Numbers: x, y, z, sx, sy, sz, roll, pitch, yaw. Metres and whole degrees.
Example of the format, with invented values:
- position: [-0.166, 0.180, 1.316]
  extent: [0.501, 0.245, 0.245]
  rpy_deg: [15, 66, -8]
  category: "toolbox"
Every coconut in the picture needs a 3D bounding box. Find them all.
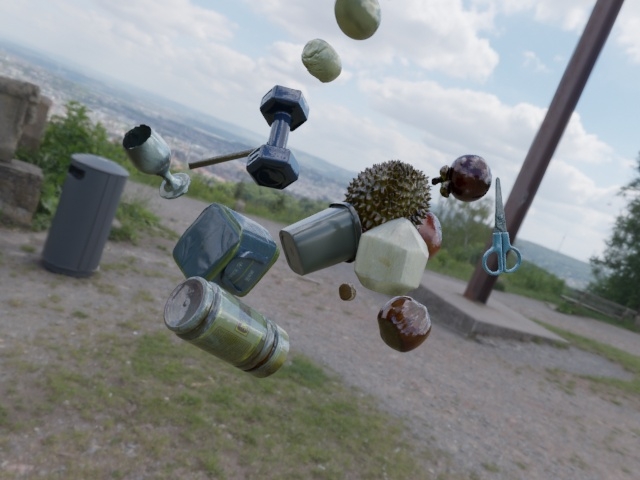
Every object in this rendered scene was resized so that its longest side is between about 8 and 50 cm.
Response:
- position: [0.242, 0.050, 1.713]
  extent: [0.237, 0.266, 0.237]
  rpy_deg: [16, -3, 1]
  category: "coconut"

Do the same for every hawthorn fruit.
- position: [0.435, -0.038, 2.247]
  extent: [0.223, 0.261, 0.224]
  rpy_deg: [18, -22, 8]
  category: "hawthorn fruit"

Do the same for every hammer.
- position: [-0.339, -0.332, 1.999]
  extent: [0.365, 0.111, 0.044]
  rpy_deg: [-16, 67, -20]
  category: "hammer"

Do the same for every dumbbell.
- position: [-0.127, -0.317, 1.553]
  extent: [0.159, 0.325, 0.144]
  rpy_deg: [10, -30, -5]
  category: "dumbbell"

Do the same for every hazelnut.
- position: [0.328, 0.334, 2.012]
  extent: [0.210, 0.186, 0.210]
  rpy_deg: [16, 45, -16]
  category: "hazelnut"

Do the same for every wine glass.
- position: [-0.518, -0.246, 1.605]
  extent: [0.126, 0.126, 0.241]
  rpy_deg: [26, -24, 33]
  category: "wine glass"

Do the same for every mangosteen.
- position: [0.614, -0.266, 2.213]
  extent: [0.257, 0.215, 0.215]
  rpy_deg: [-12, 8, 2]
  category: "mangosteen"

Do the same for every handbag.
- position: [-0.294, 0.040, 1.599]
  extent: [0.222, 0.263, 0.241]
  rpy_deg: [44, 10, 31]
  category: "handbag"

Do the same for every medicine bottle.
- position: [-0.229, 0.223, 1.278]
  extent: [0.151, 0.151, 0.322]
  rpy_deg: [29, -11, 46]
  category: "medicine bottle"

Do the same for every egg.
- position: [0.149, -0.922, 2.050]
  extent: [0.185, 0.186, 0.241]
  rpy_deg: [26, -9, 35]
  category: "egg"

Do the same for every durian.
- position: [0.258, -0.137, 2.022]
  extent: [0.347, 0.385, 0.347]
  rpy_deg: [28, 2, -1]
  category: "durian"

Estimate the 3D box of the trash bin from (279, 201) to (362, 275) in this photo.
- position: [0.000, 0.000, 1.862]
  extent: [0.250, 0.220, 0.219]
  rpy_deg: [-21, 13, -21]
  category: "trash bin"

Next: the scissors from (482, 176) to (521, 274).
- position: [0.817, -0.065, 2.306]
  extent: [0.192, 0.448, 0.029]
  rpy_deg: [-7, 8, -10]
  category: "scissors"

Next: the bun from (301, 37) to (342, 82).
- position: [-0.006, -0.667, 1.902]
  extent: [0.188, 0.111, 0.164]
  rpy_deg: [46, -13, 24]
  category: "bun"

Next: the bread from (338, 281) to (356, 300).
- position: [0.124, 0.228, 2.262]
  extent: [0.053, 0.085, 0.085]
  rpy_deg: [2, 19, -46]
  category: "bread"
